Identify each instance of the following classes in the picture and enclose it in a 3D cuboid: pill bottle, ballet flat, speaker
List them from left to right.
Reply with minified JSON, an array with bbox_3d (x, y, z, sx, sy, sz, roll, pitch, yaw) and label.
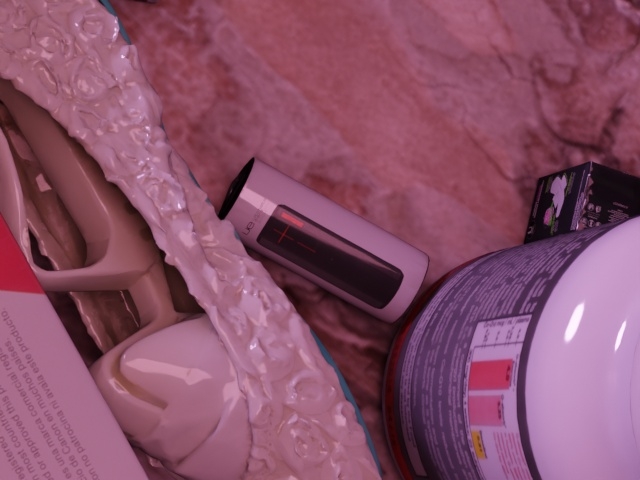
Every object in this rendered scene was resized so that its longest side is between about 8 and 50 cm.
[{"bbox_3d":[-0.117,0.029,0.859,0.147,0.147,0.408,-30,86,-17],"label":"ballet flat"},{"bbox_3d":[0.000,0.000,0.948,0.136,0.055,0.055,30,77,-12],"label":"speaker"},{"bbox_3d":[0.185,0.091,0.830,0.210,0.363,0.210,2,83,-16],"label":"pill bottle"}]

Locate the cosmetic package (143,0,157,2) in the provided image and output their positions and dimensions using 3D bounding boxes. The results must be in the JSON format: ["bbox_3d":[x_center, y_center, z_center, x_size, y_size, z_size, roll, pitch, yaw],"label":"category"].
[{"bbox_3d":[-0.120,-0.279,0.912,0.086,0.117,0.231,8,80,-15],"label":"cosmetic package"}]

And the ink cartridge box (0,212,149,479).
[{"bbox_3d":[-0.324,0.121,0.732,0.385,0.160,0.279,-30,94,-35],"label":"ink cartridge box"}]

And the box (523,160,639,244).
[{"bbox_3d":[0.187,-0.016,0.989,0.062,0.083,0.052,17,80,-14],"label":"box"}]
